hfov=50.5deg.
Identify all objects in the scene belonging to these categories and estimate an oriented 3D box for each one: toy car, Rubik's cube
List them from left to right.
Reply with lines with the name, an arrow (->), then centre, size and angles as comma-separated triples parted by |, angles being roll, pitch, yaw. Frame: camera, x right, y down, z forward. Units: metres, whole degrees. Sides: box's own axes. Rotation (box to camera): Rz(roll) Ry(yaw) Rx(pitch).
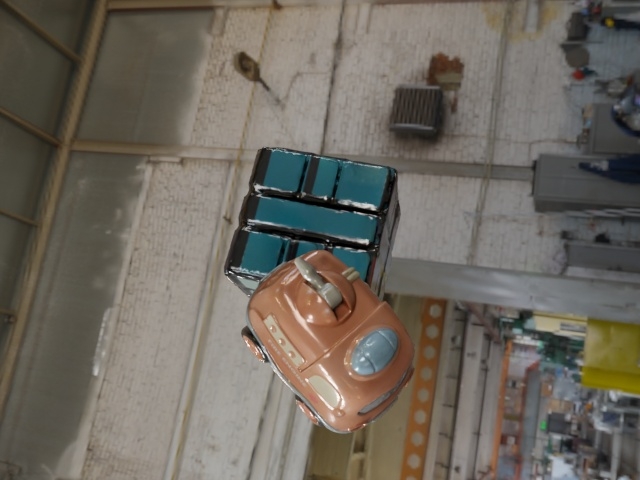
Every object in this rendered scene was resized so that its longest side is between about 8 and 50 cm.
Rubik's cube -> 0.000, 0.000, 1.379 | 0.293, 0.289, 0.283 | 74, -150, -70
toy car -> 0.022, 0.137, 0.974 | 0.180, 0.270, 0.212 | -38, -5, -21
